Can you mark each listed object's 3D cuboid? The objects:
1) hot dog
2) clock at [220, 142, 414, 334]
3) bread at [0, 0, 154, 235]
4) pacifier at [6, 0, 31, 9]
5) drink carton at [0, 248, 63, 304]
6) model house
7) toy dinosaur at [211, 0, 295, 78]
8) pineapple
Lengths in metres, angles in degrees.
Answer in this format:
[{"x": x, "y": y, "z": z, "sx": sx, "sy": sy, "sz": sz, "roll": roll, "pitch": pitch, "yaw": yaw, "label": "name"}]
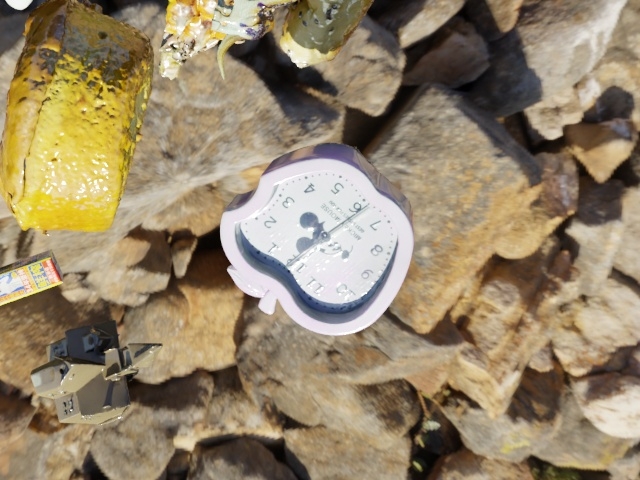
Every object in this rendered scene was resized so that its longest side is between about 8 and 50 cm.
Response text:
[{"x": 0.069, "y": -0.598, "z": 1.767, "sx": 0.196, "sy": 0.365, "sz": 0.367, "roll": 32, "pitch": 60, "yaw": -9, "label": "hot dog"}, {"x": 0.000, "y": 0.000, "z": 1.496, "sx": 0.338, "sy": 0.102, "sz": 0.338, "roll": 3, "pitch": 113, "yaw": 7, "label": "clock"}, {"x": -0.371, "y": -0.189, "z": 1.295, "sx": 0.204, "sy": 0.337, "sz": 0.358, "roll": 13, "pitch": 69, "yaw": -20, "label": "bread"}, {"x": -0.506, "y": -0.468, "z": 1.346, "sx": 0.227, "sy": 0.279, "sz": 0.207, "roll": -24, "pitch": 98, "yaw": -44, "label": "pacifier"}, {"x": -0.655, "y": 0.083, "z": 1.851, "sx": 0.165, "sy": 0.056, "sz": 0.071, "roll": -19, "pitch": 112, "yaw": -8, "label": "drink carton"}, {"x": -0.414, "y": 0.241, "z": 1.642, "sx": 0.248, "sy": 0.176, "sz": 0.181, "roll": -26, "pitch": 68, "yaw": 23, "label": "model house"}, {"x": -0.064, "y": -0.174, "z": 0.660, "sx": 0.058, "sy": 0.180, "sz": 0.037, "roll": 25, "pitch": 77, "yaw": -20, "label": "toy dinosaur"}, {"x": -0.140, "y": -0.283, "z": 1.114, "sx": 0.139, "sy": 0.250, "sz": 0.164, "roll": 13, "pitch": 95, "yaw": -10, "label": "pineapple"}]
